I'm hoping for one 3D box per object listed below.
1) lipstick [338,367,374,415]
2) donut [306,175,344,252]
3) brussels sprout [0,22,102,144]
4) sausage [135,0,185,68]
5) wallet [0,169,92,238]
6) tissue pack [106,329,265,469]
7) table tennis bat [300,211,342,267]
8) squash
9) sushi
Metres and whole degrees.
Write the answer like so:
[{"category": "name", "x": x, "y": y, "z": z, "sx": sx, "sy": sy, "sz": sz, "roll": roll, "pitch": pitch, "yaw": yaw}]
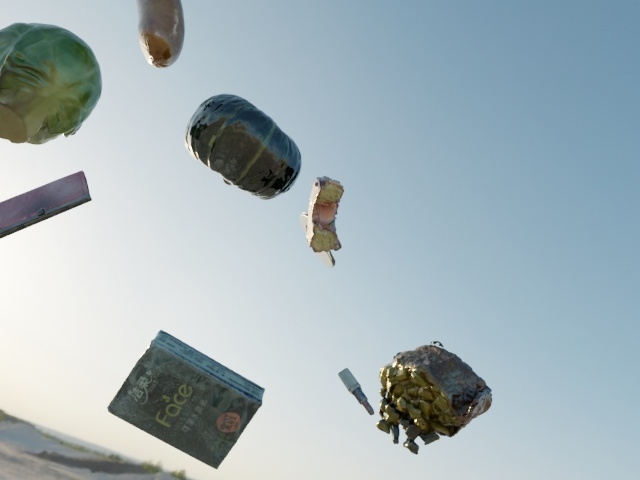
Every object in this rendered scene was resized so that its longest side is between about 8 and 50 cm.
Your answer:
[{"category": "lipstick", "x": 0.072, "y": 0.293, "z": 0.937, "sx": 0.107, "sy": 0.025, "sz": 0.025, "roll": 49, "pitch": -6, "yaw": 44}, {"category": "donut", "x": 0.009, "y": -0.062, "z": 1.037, "sx": 0.065, "sy": 0.117, "sz": 0.165, "roll": 6, "pitch": -67, "yaw": -11}, {"category": "brussels sprout", "x": -0.544, "y": -0.301, "z": 0.947, "sx": 0.244, "sy": 0.244, "sz": 0.244, "roll": 14, "pitch": -29, "yaw": 8}, {"category": "sausage", "x": -0.344, "y": -0.481, "z": 1.026, "sx": 0.109, "sy": 0.270, "sz": 0.109, "roll": -13, "pitch": -21, "yaw": -5}, {"category": "wallet", "x": -0.682, "y": -0.092, "z": 1.191, "sx": 0.232, "sy": 0.119, "sz": 0.025, "roll": -25, "pitch": -39, "yaw": -10}, {"category": "tissue pack", "x": -0.329, "y": 0.395, "z": 1.213, "sx": 0.316, "sy": 0.227, "sz": 0.103, "roll": 32, "pitch": 8, "yaw": -8}, {"category": "table tennis bat", "x": 0.000, "y": 0.000, "z": 1.307, "sx": 0.173, "sy": 0.022, "sz": 0.301, "roll": 63, "pitch": -11, "yaw": -7}, {"category": "squash", "x": -0.160, "y": -0.191, "z": 1.025, "sx": 0.252, "sy": 0.165, "sz": 0.252, "roll": 39, "pitch": -2, "yaw": 2}, {"category": "sushi", "x": 0.217, "y": 0.317, "z": 1.001, "sx": 0.296, "sy": 0.179, "sz": 0.166, "roll": 17, "pitch": -60, "yaw": 51}]
